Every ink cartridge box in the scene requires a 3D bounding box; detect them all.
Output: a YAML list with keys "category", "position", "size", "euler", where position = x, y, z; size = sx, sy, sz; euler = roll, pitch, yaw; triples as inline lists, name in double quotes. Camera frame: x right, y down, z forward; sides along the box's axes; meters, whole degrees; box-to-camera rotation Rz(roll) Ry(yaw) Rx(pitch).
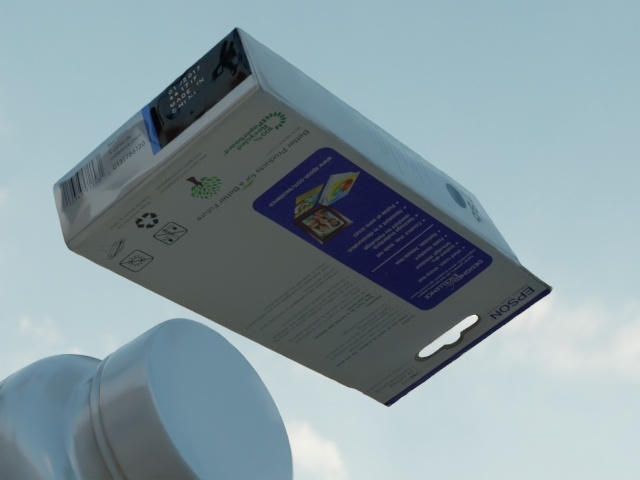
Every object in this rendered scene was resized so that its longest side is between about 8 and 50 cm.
- category: "ink cartridge box"
  position: [0.000, 0.000, 0.966]
  size: [0.165, 0.065, 0.333]
  euler: [-38, -43, 19]

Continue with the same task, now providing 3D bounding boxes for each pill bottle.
- category: "pill bottle"
  position: [-0.105, 0.106, 0.552]
  size: [0.180, 0.108, 0.108]
  euler: [-33, -59, 22]
